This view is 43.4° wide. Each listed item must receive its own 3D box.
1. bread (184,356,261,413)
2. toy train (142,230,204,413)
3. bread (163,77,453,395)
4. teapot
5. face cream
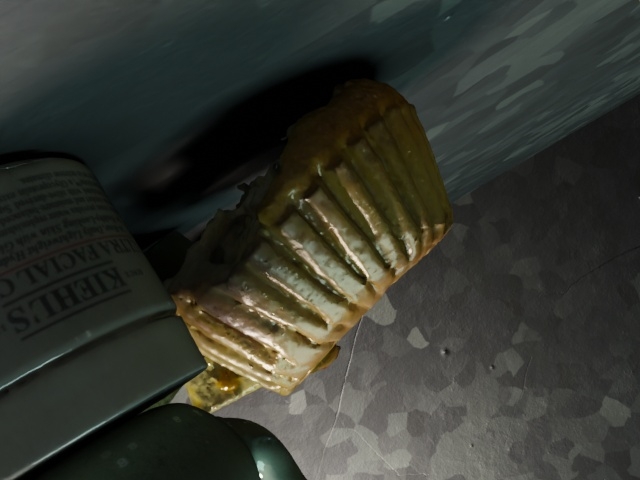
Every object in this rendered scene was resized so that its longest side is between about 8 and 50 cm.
[{"bbox_3d":[-0.083,0.114,0.974,0.184,0.114,0.274,-28,179,-4],"label":"bread"},{"bbox_3d":[-0.206,0.118,0.717,0.202,0.131,0.300,-29,-169,20],"label":"toy train"},{"bbox_3d":[0.000,0.000,0.660,0.274,0.149,0.274,-49,174,-6],"label":"bread"},{"bbox_3d":[-0.122,0.188,0.484,0.294,0.129,0.193,-28,172,-36],"label":"teapot"},{"bbox_3d":[-0.179,0.056,0.473,0.177,0.153,0.177,-32,175,-3],"label":"face cream"}]
